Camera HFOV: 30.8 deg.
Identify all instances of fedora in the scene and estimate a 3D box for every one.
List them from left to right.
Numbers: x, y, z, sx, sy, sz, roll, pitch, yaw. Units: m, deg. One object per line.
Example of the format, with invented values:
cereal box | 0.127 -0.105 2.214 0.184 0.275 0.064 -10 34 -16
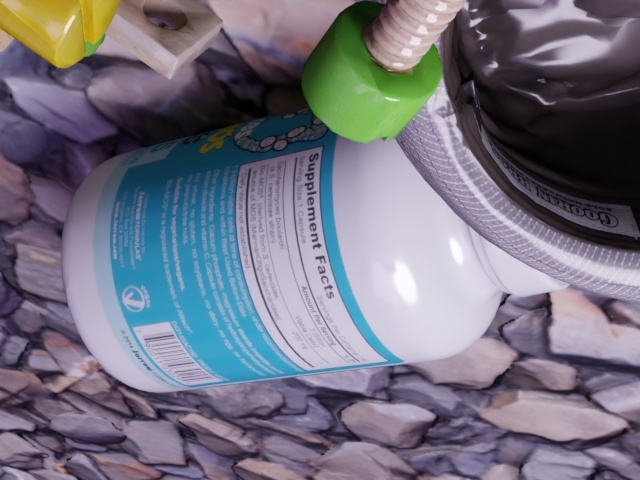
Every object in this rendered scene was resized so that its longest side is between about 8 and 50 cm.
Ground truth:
fedora | 0.156 -0.102 0.445 0.275 0.124 0.244 -23 115 13

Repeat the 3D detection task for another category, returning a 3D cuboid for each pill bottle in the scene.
pill bottle | 0.000 0.000 0.634 0.264 0.146 0.146 -10 135 29

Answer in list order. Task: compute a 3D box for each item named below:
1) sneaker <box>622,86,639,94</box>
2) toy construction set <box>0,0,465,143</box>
sneaker | 0.154 -0.078 0.563 0.178 0.072 0.077 25 130 -25
toy construction set | -0.131 -0.142 0.405 0.308 0.257 0.237 17 143 -17
